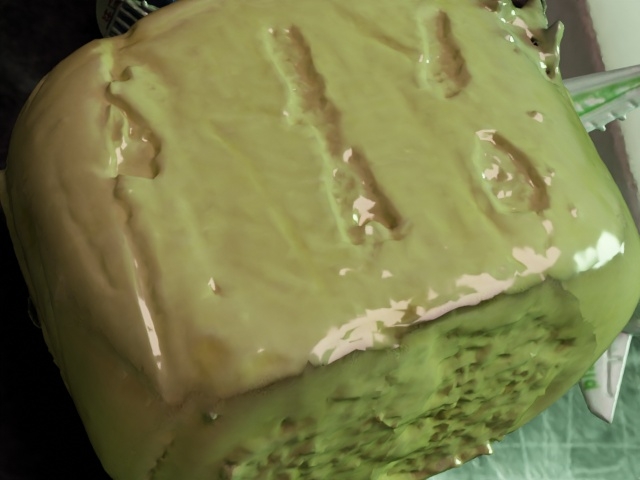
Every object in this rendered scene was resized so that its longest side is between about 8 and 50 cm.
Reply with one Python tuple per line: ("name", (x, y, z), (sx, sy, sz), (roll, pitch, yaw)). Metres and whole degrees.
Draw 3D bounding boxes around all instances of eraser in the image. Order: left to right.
("eraser", (0.232, -0.074, 0.977), (0.174, 0.095, 0.270), (19, 49, -32))

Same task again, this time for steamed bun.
("steamed bun", (0.000, 0.000, 0.674), (0.273, 0.166, 0.232), (-19, 58, -20))

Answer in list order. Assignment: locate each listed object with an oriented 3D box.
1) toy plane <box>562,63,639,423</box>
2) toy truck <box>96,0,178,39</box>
("toy plane", (0.083, -0.019, 0.804), (0.255, 0.101, 0.251), (36, 77, 12))
("toy truck", (-0.052, -0.151, 0.839), (0.088, 0.074, 0.201), (36, 42, 4))
